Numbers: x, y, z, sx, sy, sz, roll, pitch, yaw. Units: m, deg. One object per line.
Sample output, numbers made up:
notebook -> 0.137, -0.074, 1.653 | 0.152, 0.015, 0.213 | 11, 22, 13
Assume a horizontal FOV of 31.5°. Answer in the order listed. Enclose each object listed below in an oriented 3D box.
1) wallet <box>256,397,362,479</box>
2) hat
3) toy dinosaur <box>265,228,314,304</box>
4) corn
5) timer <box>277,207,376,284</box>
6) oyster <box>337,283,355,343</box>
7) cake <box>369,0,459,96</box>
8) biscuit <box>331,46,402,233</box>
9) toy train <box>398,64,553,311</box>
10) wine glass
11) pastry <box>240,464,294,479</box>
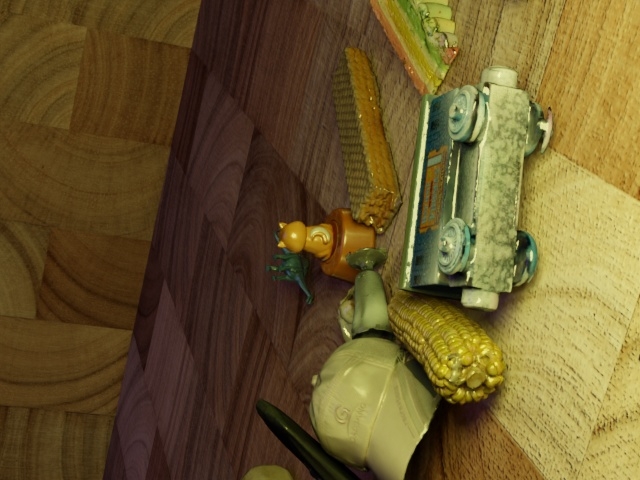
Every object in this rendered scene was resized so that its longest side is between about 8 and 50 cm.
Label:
wallet -> 0.004, 0.330, 1.643 | 0.052, 0.245, 0.168 | -46, 15, -7
hat -> 0.076, 0.251, 1.577 | 0.275, 0.161, 0.232 | -128, 45, -61
toy dinosaur -> -0.060, 0.049, 2.176 | 0.045, 0.080, 0.197 | -60, 39, 36
corn -> 0.154, 0.130, 1.479 | 0.291, 0.101, 0.101 | -138, 59, -70
timer -> 0.000, 0.000, 1.904 | 0.132, 0.152, 0.132 | -172, 90, -72
oyster -> 0.056, 0.146, 1.845 | 0.146, 0.045, 0.122 | 58, 133, 52
cake -> 0.164, -0.331, 1.746 | 0.109, 0.090, 0.225 | -56, 50, 48
biscuit -> 0.071, -0.178, 1.925 | 0.094, 0.054, 0.379 | 117, 154, -45
toy train -> 0.186, -0.061, 1.414 | 0.202, 0.131, 0.300 | 167, 112, -72
wine glass -> 0.079, 0.088, 1.766 | 0.072, 0.072, 0.155 | 122, 151, -50
pastry -> -0.101, 0.491, 2.090 | 0.156, 0.092, 0.156 | -177, 90, -66
